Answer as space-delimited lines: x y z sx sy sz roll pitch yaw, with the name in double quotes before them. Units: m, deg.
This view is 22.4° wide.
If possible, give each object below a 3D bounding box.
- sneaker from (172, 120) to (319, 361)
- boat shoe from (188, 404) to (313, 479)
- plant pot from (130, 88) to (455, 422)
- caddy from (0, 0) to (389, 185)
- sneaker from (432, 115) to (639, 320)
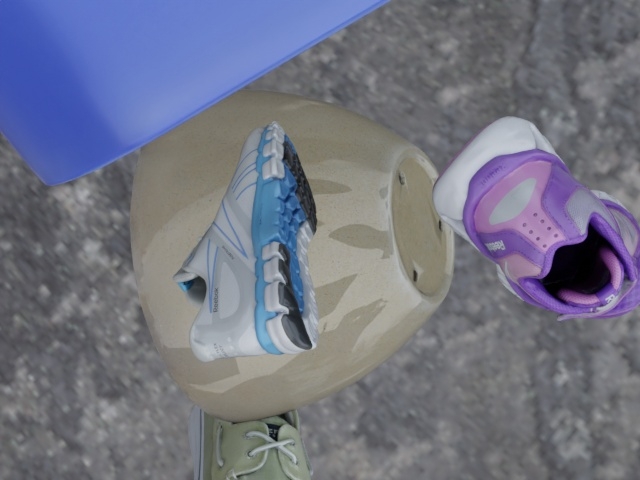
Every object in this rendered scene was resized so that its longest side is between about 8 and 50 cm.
"sneaker" -0.049 -0.001 0.972 0.083 0.190 0.071 -18 126 15
"boat shoe" -0.061 0.196 1.415 0.109 0.302 0.094 9 117 -20
"plant pot" 0.000 0.000 1.343 0.284 0.191 0.284 31 54 -57
"caddy" -0.026 -0.174 0.586 0.341 0.241 0.179 -28 105 25
"sneaker" 0.164 0.013 1.041 0.095 0.104 0.236 -48 144 7
